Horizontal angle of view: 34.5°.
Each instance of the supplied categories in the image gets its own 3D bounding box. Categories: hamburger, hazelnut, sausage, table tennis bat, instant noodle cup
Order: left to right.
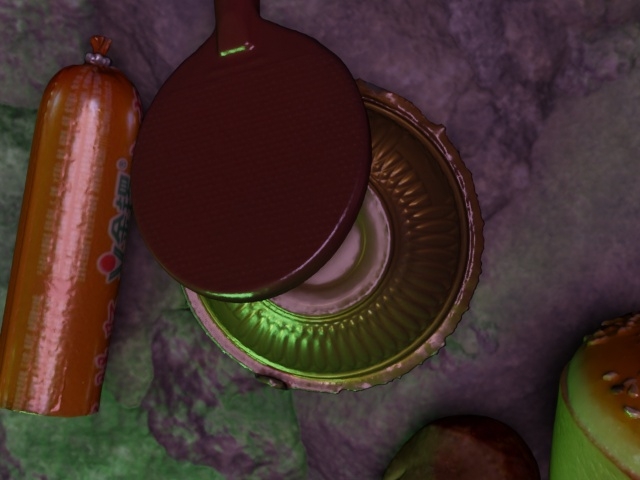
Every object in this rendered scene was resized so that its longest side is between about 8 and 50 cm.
[{"bbox_3d":[-0.204,-0.013,0.855,0.092,0.093,0.312,11,94,-2],"label":"sausage"},{"bbox_3d":[-0.061,-0.101,0.806,0.200,0.038,0.310,-12,67,17],"label":"table tennis bat"},{"bbox_3d":[0.000,0.000,0.841,0.273,0.091,0.274,0,92,7],"label":"instant noodle cup"},{"bbox_3d":[0.123,0.224,0.866,0.143,0.143,0.154,26,78,-3],"label":"hazelnut"},{"bbox_3d":[0.319,0.163,0.790,0.300,0.300,0.176,17,110,-3],"label":"hamburger"}]
